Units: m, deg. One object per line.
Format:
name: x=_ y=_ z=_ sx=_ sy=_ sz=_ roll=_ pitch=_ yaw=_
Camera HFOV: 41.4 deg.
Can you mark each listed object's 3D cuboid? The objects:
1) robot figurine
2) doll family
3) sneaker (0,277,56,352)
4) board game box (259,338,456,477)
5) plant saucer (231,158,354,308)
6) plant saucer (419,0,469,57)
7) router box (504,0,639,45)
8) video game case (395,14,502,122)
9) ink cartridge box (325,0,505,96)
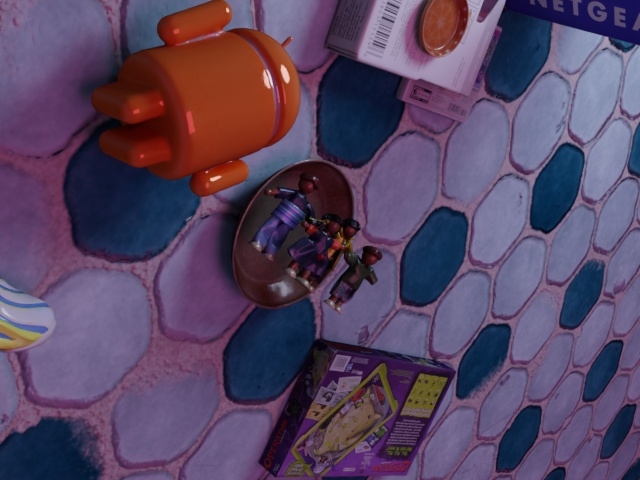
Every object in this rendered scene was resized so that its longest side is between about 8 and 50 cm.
robot figurine: x=-0.110 y=-0.134 z=0.831 sx=0.219 sy=0.128 sz=0.158 roll=-25 pitch=85 yaw=-36
doll family: x=0.000 y=0.000 z=1.014 sx=0.111 sy=0.076 sz=0.193 roll=-52 pitch=137 yaw=-3
sneaker: x=-0.319 y=0.020 z=0.729 sx=0.240 sy=0.091 sz=0.126 roll=19 pitch=98 yaw=-49
board game box: x=0.071 y=0.272 z=1.331 sx=0.347 sy=0.056 sz=0.208 roll=19 pitch=94 yaw=-50
plant saucer: x=-0.040 y=-0.012 z=1.049 sx=0.199 sy=0.036 sz=0.198 roll=-24 pitch=128 yaw=-36
plant saucer: x=0.148 y=-0.263 z=1.024 sx=0.083 sy=0.013 sz=0.083 roll=-24 pitch=128 yaw=-35
router box: x=0.463 y=-0.387 z=1.127 sx=0.301 sy=0.335 sz=0.082 roll=-43 pitch=137 yaw=-19
video game case: x=0.177 y=-0.244 z=1.156 sx=0.157 sy=0.019 sz=0.143 roll=8 pitch=106 yaw=-48
ink cartridge box: x=0.145 y=-0.333 z=1.036 sx=0.239 sy=0.060 sz=0.275 roll=6 pitch=109 yaw=-49
